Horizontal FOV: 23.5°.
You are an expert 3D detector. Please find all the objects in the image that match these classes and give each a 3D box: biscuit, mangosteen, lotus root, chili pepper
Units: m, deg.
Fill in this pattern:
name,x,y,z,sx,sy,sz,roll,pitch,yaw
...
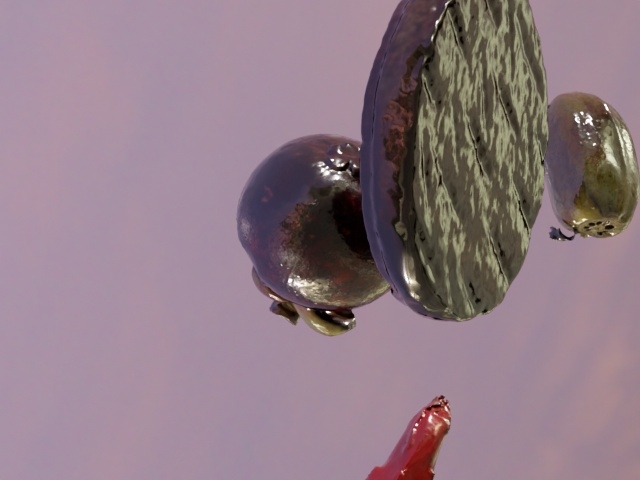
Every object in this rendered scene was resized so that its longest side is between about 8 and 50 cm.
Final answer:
name,x,y,z,sx,sy,sz,roll,pitch,yaw
biscuit,0.150,-0.108,1.724,0.407,0.091,0.407,-24,-63,-58
mangosteen,0.000,0.000,1.867,0.228,0.228,0.265,-31,-29,-48
lotus root,0.366,-0.107,2.101,0.124,0.241,0.123,14,-38,-26
chili pepper,0.107,0.409,2.380,0.387,0.110,0.110,-63,-27,-13
